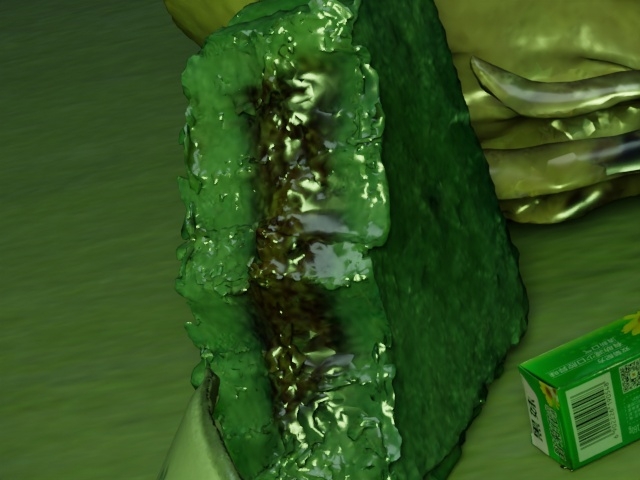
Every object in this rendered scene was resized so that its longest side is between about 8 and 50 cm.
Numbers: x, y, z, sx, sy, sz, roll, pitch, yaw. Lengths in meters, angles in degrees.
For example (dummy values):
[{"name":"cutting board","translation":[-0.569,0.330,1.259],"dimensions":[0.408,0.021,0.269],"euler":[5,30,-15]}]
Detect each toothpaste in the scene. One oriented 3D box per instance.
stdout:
[{"name":"toothpaste","translation":[0.171,0.043,0.785],"dimensions":[0.178,0.043,0.037],"euler":[-23,23,-17]}]

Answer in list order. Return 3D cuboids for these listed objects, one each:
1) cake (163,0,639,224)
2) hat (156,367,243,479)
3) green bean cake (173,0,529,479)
[{"name":"cake","translation":[0.123,-0.139,0.984],"dimensions":[0.332,0.332,0.321],"euler":[-32,67,-34]},{"name":"hat","translation":[-0.101,0.157,0.516],"dimensions":[0.149,0.245,0.214],"euler":[2,19,-14]},{"name":"green bean cake","translation":[0.000,0.000,0.781],"dimensions":[0.107,0.208,0.193],"euler":[-4,24,28]}]
